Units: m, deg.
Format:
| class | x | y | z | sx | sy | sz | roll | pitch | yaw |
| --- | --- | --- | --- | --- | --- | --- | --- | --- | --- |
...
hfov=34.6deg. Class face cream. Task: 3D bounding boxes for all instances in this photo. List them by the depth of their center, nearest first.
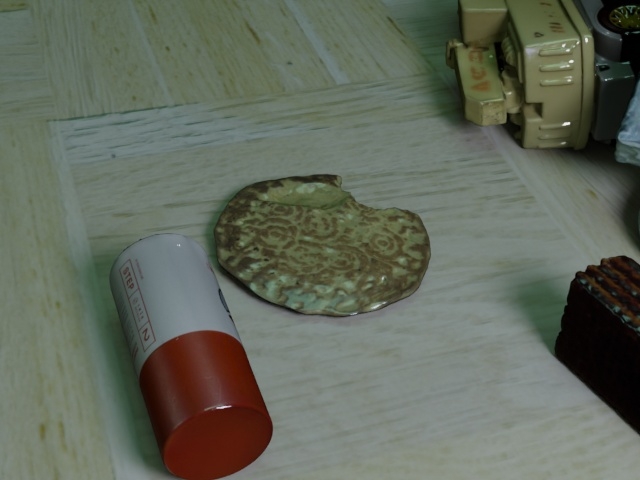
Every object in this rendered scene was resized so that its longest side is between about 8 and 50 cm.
| class | x | y | z | sx | sy | sz | roll | pitch | yaw |
| --- | --- | --- | --- | --- | --- | --- | --- | --- | --- |
| face cream | -0.116 | 0.097 | 0.895 | 0.095 | 0.096 | 0.214 | -10 | 43 | -17 |

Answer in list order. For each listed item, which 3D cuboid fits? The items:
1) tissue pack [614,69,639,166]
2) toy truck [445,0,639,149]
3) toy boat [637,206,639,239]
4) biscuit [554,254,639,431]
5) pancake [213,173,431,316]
| class | x | y | z | sx | sy | sz | roll | pitch | yaw |
| --- | --- | --- | --- | --- | --- | --- | --- | --- | --- |
| tissue pack | 0.464 | -0.208 | 1.079 | 0.227 | 0.103 | 0.316 | 17 | 80 | 14 |
| toy truck | 0.283 | -0.281 | 1.321 | 0.254 | 0.181 | 0.405 | -5 | 44 | 0 |
| toy boat | 0.428 | -0.038 | 1.123 | 0.134 | 0.079 | 0.207 | 35 | 47 | 27 |
| biscuit | 0.348 | 0.161 | 0.854 | 0.073 | 0.107 | 0.388 | -22 | 47 | -25 |
| pancake | 0.000 | 0.000 | 1.071 | 0.212 | 0.029 | 0.235 | -30 | 51 | -33 |
